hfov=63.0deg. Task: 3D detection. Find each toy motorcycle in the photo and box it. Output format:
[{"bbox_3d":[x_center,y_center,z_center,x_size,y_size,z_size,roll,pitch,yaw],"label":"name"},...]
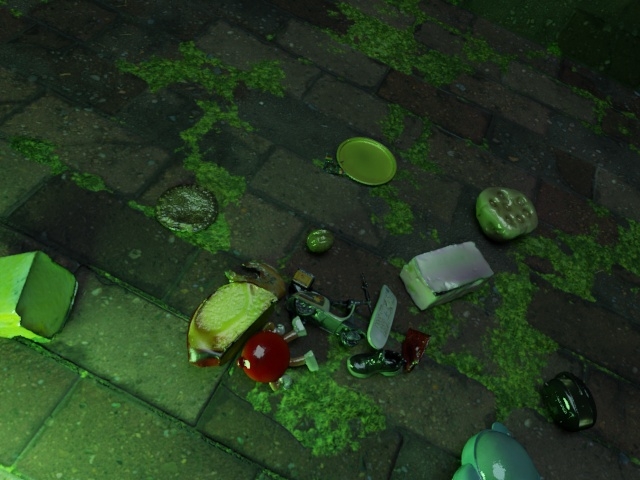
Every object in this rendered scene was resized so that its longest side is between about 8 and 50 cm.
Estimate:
[{"bbox_3d":[0.021,0.199,1.501,0.263,0.091,0.157,27,50,1],"label":"toy motorcycle"}]

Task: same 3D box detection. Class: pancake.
[{"bbox_3d":[-0.412,-0.101,1.618,0.199,0.021,0.199,8,55,-12],"label":"pancake"}]

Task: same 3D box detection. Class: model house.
[{"bbox_3d":[-0.757,0.150,1.292,0.211,0.170,0.194,-6,61,13],"label":"model house"}]

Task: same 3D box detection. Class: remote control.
[{"bbox_3d":[0.178,0.228,1.542,0.073,0.044,0.229,47,38,-18],"label":"remote control"}]

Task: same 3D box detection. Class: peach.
[{"bbox_3d":[-0.252,0.224,1.361,0.158,0.154,0.267,34,61,15],"label":"peach"}]

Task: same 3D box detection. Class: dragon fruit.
[{"bbox_3d":[0.263,0.316,1.511,0.063,0.097,0.131,29,73,8],"label":"dragon fruit"}]

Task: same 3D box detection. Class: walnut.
[{"bbox_3d":[0.000,0.000,1.638,0.092,0.092,0.092,8,54,-11],"label":"walnut"}]

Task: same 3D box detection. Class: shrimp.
[{"bbox_3d":[-0.189,0.117,1.527,0.187,0.052,0.132,21,34,-8],"label":"shrimp"}]

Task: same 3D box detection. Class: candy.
[{"bbox_3d":[0.404,0.105,1.665,0.265,0.116,0.156,-16,62,-25],"label":"candy"}]

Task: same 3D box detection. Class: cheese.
[{"bbox_3d":[0.662,-0.087,1.876,0.235,0.117,0.218,30,54,4],"label":"cheese"}]

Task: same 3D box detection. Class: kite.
[{"bbox_3d":[0.044,-0.270,1.872,0.090,0.004,0.122,-26,63,-15],"label":"kite"}]

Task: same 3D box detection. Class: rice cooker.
[{"bbox_3d":[0.722,0.468,1.514,0.106,0.112,0.165,-13,60,-18],"label":"rice cooker"}]

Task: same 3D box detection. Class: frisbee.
[{"bbox_3d":[0.171,-0.293,1.931,0.235,0.017,0.236,8,55,-11],"label":"frisbee"}]

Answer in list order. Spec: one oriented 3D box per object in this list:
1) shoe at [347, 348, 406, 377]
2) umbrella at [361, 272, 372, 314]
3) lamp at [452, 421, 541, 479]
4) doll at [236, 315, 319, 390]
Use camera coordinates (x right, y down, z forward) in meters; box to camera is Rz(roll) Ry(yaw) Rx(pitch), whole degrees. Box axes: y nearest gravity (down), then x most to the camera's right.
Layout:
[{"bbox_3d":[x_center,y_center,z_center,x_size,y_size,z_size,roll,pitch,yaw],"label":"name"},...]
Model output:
[{"bbox_3d":[0.161,0.332,1.444,0.168,0.099,0.071,4,58,-14],"label":"shoe"},{"bbox_3d":[0.143,0.165,1.604,0.022,0.022,0.149,-20,57,15],"label":"umbrella"},{"bbox_3d":[0.439,0.599,1.314,0.284,0.147,0.209,-24,68,-29],"label":"lamp"},{"bbox_3d":[-0.121,0.308,1.380,0.217,0.085,0.183,-16,84,-32],"label":"doll"}]
